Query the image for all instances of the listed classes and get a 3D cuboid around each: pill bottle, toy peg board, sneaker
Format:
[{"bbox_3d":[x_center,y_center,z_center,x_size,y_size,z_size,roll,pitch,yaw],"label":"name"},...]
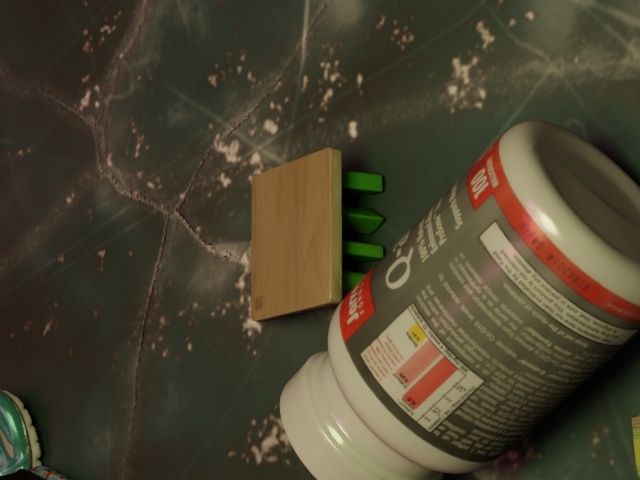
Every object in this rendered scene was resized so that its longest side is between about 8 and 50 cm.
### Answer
[{"bbox_3d":[0.138,0.081,1.617,0.363,0.210,0.210,-46,54,26],"label":"pill bottle"},{"bbox_3d":[0.000,0.000,1.868,0.160,0.079,0.161,-17,69,56],"label":"toy peg board"},{"bbox_3d":[-0.415,0.318,2.155,0.107,0.110,0.275,9,87,44],"label":"sneaker"}]

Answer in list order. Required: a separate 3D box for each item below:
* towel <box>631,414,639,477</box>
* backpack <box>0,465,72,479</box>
[{"bbox_3d":[0.315,0.179,1.571,0.083,0.009,0.060,-15,73,41],"label":"towel"},{"bbox_3d":[-0.339,0.368,2.070,0.158,0.117,0.173,13,105,46],"label":"backpack"}]
